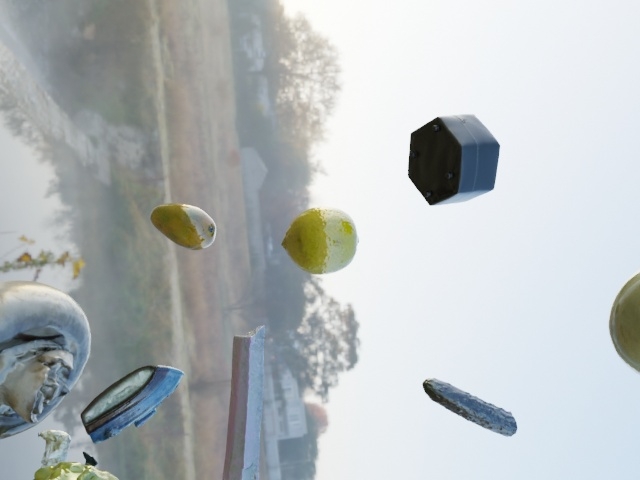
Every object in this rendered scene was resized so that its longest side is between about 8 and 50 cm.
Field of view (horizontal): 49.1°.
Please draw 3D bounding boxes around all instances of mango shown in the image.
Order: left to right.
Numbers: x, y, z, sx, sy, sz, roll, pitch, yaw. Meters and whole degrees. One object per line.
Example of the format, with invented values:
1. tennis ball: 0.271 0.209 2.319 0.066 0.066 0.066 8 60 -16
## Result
1. mango: -0.323 -0.037 1.644 0.111 0.163 0.089 -57 -175 46

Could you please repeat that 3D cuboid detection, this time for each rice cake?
1. rice cake: -0.163 0.363 1.502 0.072 0.056 0.365 -5 -103 40

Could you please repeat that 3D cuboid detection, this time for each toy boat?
1. toy boat: -0.234 0.202 0.878 0.060 0.137 0.061 46 -8 42

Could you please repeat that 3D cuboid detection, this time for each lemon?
1. lemon: 0.000 0.000 1.787 0.178 0.203 0.178 176 -90 -81

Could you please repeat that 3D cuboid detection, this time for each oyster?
1. oyster: -0.540 0.470 1.429 0.200 0.061 0.106 113 -26 -52

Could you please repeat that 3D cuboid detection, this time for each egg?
1. egg: 0.537 0.103 1.002 0.254 0.188 0.189 -45 -140 33

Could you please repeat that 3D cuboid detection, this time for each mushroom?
1. mushroom: -0.402 0.163 0.907 0.178 0.226 0.226 43 -31 27

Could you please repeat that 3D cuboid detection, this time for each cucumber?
1. cucumber: 0.414 0.464 1.947 0.072 0.303 0.081 -59 -164 17

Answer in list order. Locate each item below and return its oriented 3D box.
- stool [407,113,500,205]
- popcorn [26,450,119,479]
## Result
1. stool: 0.329 -0.203 1.758 0.232 0.141 0.232 21 -65 56
2. popcorn: -0.320 0.358 0.895 0.142 0.173 0.174 -34 128 -53
